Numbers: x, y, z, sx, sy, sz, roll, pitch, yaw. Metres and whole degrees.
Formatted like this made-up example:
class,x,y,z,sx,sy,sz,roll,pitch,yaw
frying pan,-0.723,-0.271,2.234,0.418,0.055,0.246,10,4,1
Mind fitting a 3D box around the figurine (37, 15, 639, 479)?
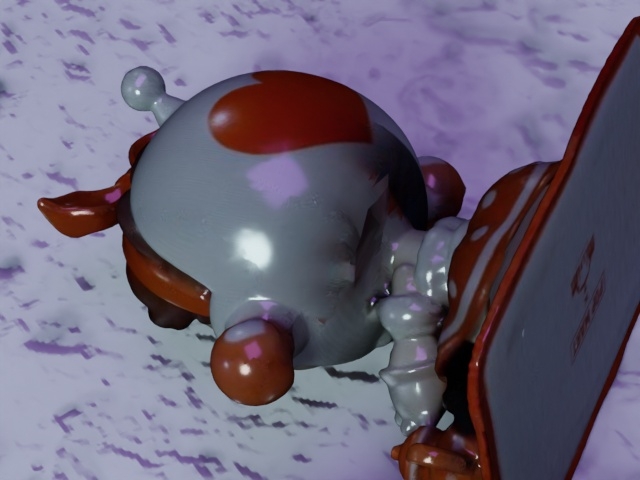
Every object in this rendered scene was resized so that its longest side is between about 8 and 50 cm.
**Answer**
class,x,y,z,sx,sy,sz,roll,pitch,yaw
figurine,0.000,0.000,0.724,0.226,0.160,0.183,14,53,22
